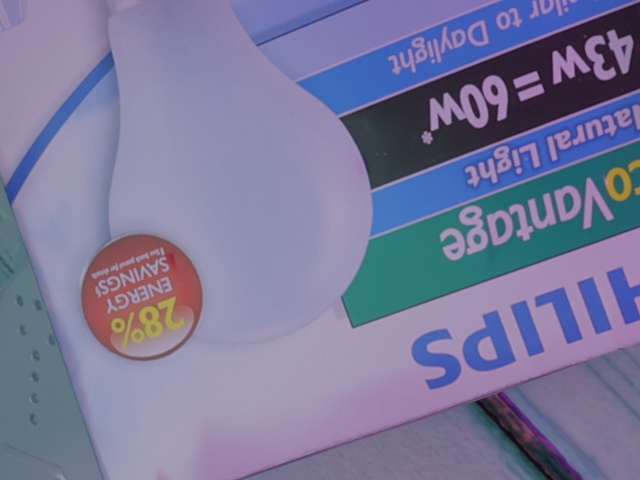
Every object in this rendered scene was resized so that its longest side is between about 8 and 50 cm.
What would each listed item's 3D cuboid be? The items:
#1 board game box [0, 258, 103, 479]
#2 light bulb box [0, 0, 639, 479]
[{"bbox_3d":[-0.291,0.273,0.988,0.390,0.050,0.390,-40,76,30],"label":"board game box"},{"bbox_3d":[0.008,-0.073,0.578,0.358,0.225,0.361,-21,86,8],"label":"light bulb box"}]
